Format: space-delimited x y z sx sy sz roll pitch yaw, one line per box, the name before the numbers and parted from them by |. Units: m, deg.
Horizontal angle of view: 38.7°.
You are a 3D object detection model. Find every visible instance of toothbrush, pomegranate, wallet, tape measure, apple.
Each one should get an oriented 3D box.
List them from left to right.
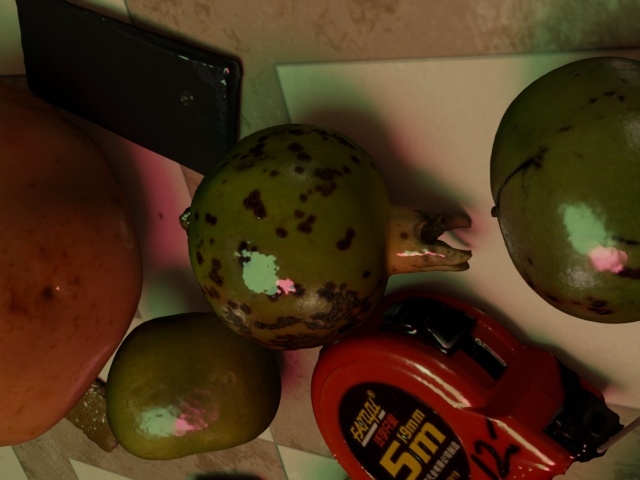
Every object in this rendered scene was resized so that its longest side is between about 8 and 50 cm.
pomegranate | -0.381 0.027 0.986 0.411 0.411 0.412 21 131 26
wallet | -0.204 -0.163 0.944 0.285 0.030 0.146 25 136 21
apple | -0.142 0.161 1.023 0.196 0.196 0.157 -8 92 41
pomegranate | 0.004 -0.005 0.804 0.198 0.245 0.198 173 90 -70
tape measure | 0.116 0.164 0.873 0.260 0.114 0.253 39 137 14
pomegranate | 0.212 -0.047 0.620 0.179 0.210 0.179 54 170 13
toothbrush | 0.263 0.151 0.760 0.006 0.097 0.008 7 121 59

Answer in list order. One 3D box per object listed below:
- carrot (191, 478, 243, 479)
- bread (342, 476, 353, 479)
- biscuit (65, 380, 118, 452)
carrot | -0.132 0.353 1.254 0.161 0.055 0.055 -5 117 48
bread | 0.054 0.377 1.034 0.197 0.170 0.197 19 129 25
biscuit | -0.388 0.214 1.369 0.236 0.026 0.131 36 134 13
